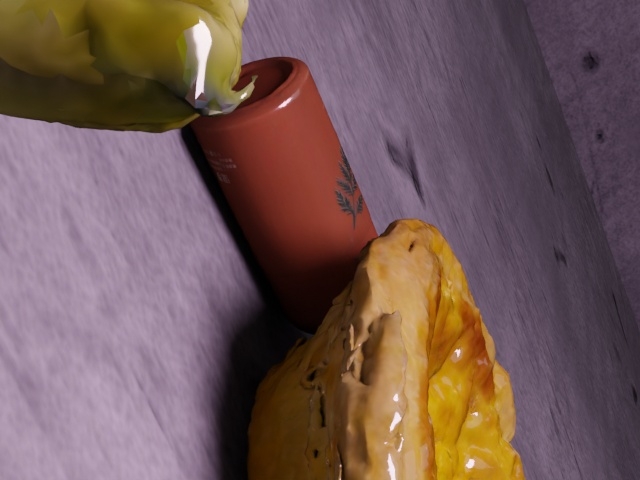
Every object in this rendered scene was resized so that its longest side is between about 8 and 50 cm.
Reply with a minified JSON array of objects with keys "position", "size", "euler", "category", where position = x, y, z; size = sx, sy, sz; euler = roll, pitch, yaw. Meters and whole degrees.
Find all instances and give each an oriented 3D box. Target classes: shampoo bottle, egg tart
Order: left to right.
[{"position":[-0.002,0.001,0.975],"size":[0.085,0.085,0.244],"euler":[-83,152,-55],"category":"shampoo bottle"},{"position":[0.046,0.159,0.888],"size":[0.341,0.129,0.341],"euler":[-15,90,-74],"category":"egg tart"}]

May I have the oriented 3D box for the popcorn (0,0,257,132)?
[{"position":[-0.107,-0.173,0.476],"size":[0.321,0.290,0.326],"euler":[7,68,-60],"category":"popcorn"}]
